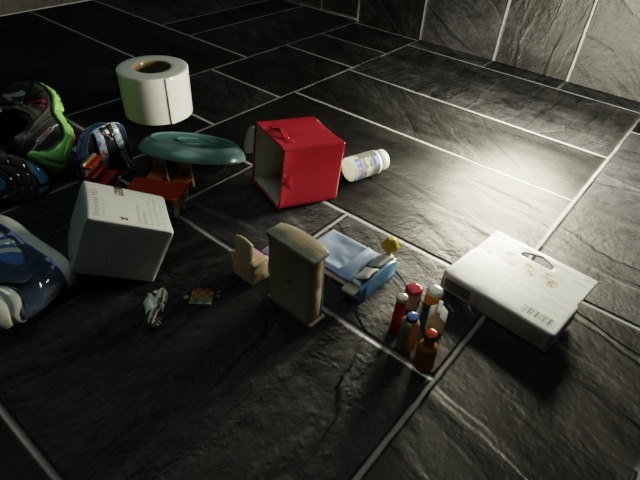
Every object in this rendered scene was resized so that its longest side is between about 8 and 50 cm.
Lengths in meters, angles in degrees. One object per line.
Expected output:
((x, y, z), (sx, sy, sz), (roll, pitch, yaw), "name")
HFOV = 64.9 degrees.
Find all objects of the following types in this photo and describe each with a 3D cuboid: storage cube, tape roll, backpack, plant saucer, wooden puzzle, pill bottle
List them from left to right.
((-0.633, -0.261, 1.452), (0.117, 0.173, 0.158), (23, 44, 21), "backpack")
((-0.591, -0.543, 1.806), (0.247, 0.169, 0.246), (2, 38, -2), "tape roll")
((-0.384, -0.285, 1.522), (0.318, 0.043, 0.317), (7, 19, -2), "plant saucer")
((-0.267, 0.127, 1.136), (0.084, 0.006, 0.049), (3, 39, -2), "wooden puzzle")
((-0.067, -0.227, 1.432), (0.193, 0.214, 0.183), (-13, 41, -29), "storage cube")
((0.141, -0.236, 1.560), (0.137, 0.078, 0.078), (-21, 45, -27), "pill bottle")

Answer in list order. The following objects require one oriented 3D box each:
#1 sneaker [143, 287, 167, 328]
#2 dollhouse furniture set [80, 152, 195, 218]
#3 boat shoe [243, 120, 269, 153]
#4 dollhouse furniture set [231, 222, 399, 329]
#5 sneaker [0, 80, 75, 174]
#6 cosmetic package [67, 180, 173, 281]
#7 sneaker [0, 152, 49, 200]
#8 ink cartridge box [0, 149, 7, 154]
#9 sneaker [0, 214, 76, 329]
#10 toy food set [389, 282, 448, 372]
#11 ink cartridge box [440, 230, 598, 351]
((-0.362, 0.149, 1.084), (0.044, 0.040, 0.109), (-12, 35, 7), "sneaker")
((-0.492, -0.144, 1.349), (0.260, 0.135, 0.261), (8, 39, 5), "dollhouse furniture set")
((-0.174, -0.323, 1.579), (0.079, 0.095, 0.255), (3, -4, -28), "boat shoe")
((0.000, 0.000, 1.165), (0.287, 0.198, 0.303), (32, 46, 30), "dollhouse furniture set")
((-0.903, -0.374, 1.526), (0.202, 0.185, 0.483), (11, 23, -48), "sneaker")
((-0.456, -0.018, 1.138), (0.184, 0.151, 0.151), (11, 31, -35), "cosmetic package")
((-0.919, -0.180, 1.346), (0.341, 0.124, 0.140), (4, 7, -30), "sneaker")
((-1.001, -0.257, 1.409), (0.109, 0.062, 0.209), (22, 0, 21), "ink cartridge box")
((-0.722, 0.072, 1.068), (0.323, 0.130, 0.236), (25, 39, 16), "sneaker")
((0.213, 0.152, 1.067), (0.111, 0.104, 0.232), (15, 41, 14), "toy food set")
((0.465, 0.104, 1.185), (0.239, 0.060, 0.275), (-30, 49, -35), "ink cartridge box")
